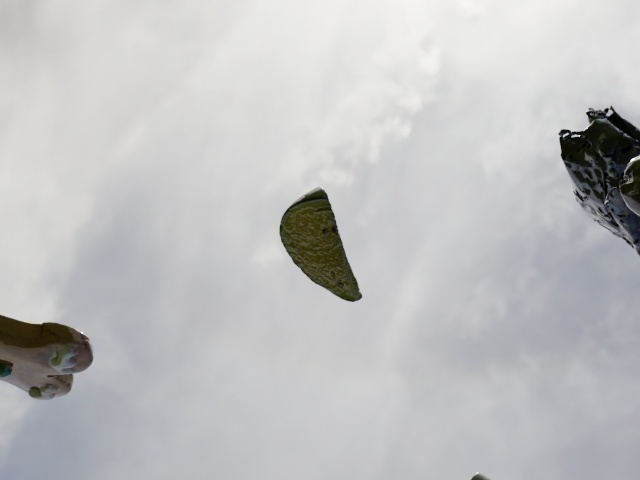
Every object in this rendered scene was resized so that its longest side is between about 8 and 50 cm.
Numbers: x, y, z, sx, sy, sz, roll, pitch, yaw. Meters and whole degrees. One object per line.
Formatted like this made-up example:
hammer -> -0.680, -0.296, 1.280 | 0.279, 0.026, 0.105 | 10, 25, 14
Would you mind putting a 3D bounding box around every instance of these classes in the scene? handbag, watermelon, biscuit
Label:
handbag -> 0.439, -0.076, 1.737 | 0.113, 0.260, 0.162 | -35, -135, -3
watermelon -> -0.010, 0.002, 1.611 | 0.075, 0.181, 0.092 | -24, -139, -7
biscuit -> -0.428, 0.107, 1.327 | 0.216, 0.340, 0.047 | 131, -25, -57

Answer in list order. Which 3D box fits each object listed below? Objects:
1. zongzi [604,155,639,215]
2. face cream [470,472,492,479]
zongzi -> 0.432, 0.001, 1.284 | 0.248, 0.111, 0.241 | -9, -113, 33
face cream -> 0.289, 0.400, 1.614 | 0.224, 0.114, 0.070 | 29, -125, 22
